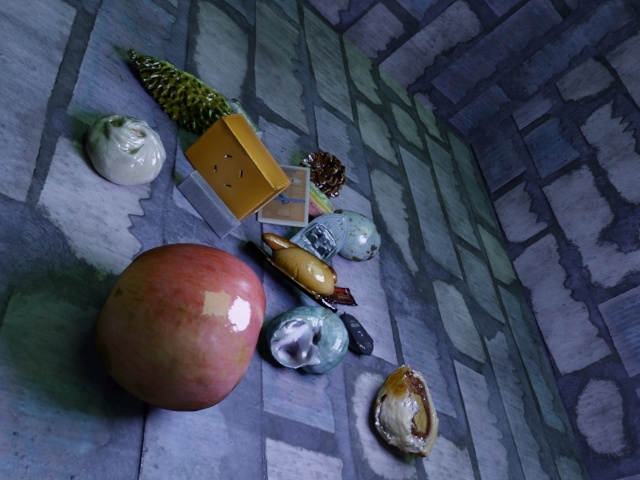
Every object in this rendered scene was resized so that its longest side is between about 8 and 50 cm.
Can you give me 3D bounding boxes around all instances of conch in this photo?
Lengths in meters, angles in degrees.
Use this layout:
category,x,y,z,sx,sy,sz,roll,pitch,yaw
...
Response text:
category,x,y,z,sx,sy,sz,roll,pitch,yaw
conch,-0.026,0.290,1.684,0.220,0.195,0.277,-60,137,-31

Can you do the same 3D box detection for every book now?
category,x,y,z,sx,sy,sz,roll,pitch,yaw
book,-0.122,-0.157,2.002,0.170,0.018,0.242,6,58,-9

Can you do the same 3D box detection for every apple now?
category,x,y,z,sx,sy,sz,roll,pitch,yaw
apple,-0.297,0.175,1.257,0.364,0.364,0.364,34,37,-30

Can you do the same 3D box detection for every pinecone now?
category,x,y,z,sx,sy,sz,roll,pitch,yaw
pinecone,0.001,-0.248,2.231,0.185,0.169,0.212,45,16,11

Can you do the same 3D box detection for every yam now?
category,x,y,z,sx,sy,sz,roll,pitch,yaw
yam,-0.279,-0.424,2.113,0.179,0.078,0.078,52,31,-5

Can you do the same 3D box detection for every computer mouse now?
category,x,y,z,sx,sy,sz,roll,pitch,yaw
computer mouse,0.112,0.314,1.947,0.099,0.057,0.172,4,45,-49

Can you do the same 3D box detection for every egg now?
category,x,y,z,sx,sy,sz,roll,pitch,yaw
egg,0.116,-0.022,2.166,0.231,0.169,0.169,41,29,11

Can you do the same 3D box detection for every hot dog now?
category,x,y,z,sx,sy,sz,roll,pitch,yaw
hot dog,-0.060,0.075,1.776,0.326,0.107,0.194,40,-10,-13

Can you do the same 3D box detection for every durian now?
category,x,y,z,sx,sy,sz,roll,pitch,yaw
durian,-0.437,-0.494,1.899,0.394,0.163,0.198,31,35,-23

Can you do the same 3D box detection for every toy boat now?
category,x,y,z,sx,sy,sz,roll,pitch,yaw
toy boat,0.000,0.000,1.991,0.141,0.092,0.319,51,48,-4

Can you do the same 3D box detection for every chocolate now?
category,x,y,z,sx,sy,sz,roll,pitch,yaw
chocolate,0.063,0.189,2.026,0.182,0.028,0.086,9,46,-51

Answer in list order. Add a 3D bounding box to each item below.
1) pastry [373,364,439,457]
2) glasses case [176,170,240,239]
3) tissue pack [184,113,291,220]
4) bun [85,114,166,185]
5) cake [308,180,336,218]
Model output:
category,x,y,z,sx,sy,sz,roll,pitch,yaw
pastry,0.255,0.533,1.830,0.237,0.170,0.256,66,22,-20
glasses case,-0.327,-0.105,1.742,0.205,0.070,0.047,50,28,-6
tissue pack,-0.255,-0.227,1.847,0.275,0.194,0.145,55,27,0
bun,-0.513,-0.257,1.585,0.231,0.133,0.231,31,39,-30
cake,-0.049,-0.149,2.127,0.225,0.090,0.109,44,33,-9
